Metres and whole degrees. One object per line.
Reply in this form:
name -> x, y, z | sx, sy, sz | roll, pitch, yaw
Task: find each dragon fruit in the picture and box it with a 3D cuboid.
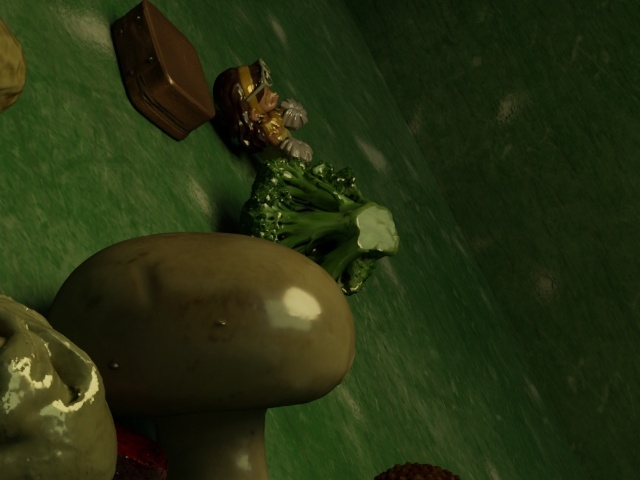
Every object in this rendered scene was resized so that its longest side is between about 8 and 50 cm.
dragon fruit -> -0.206, 0.191, 1.025 | 0.147, 0.096, 0.102 | 24, 9, -4

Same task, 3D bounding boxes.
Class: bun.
bun -> -0.243, 0.104, 0.839 | 0.231, 0.133, 0.231 | 17, 25, -8

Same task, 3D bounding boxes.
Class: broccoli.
broccoli -> 0.000, 0.000, 1.771 | 0.269, 0.241, 0.262 | -3, 79, -40

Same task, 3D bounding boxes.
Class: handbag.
handbag -> -0.226, -0.245, 1.815 | 0.151, 0.072, 0.193 | 39, 22, -49

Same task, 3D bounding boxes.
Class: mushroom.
mushroom -> -0.113, 0.138, 1.182 | 0.292, 0.292, 0.290 | -18, 109, -74

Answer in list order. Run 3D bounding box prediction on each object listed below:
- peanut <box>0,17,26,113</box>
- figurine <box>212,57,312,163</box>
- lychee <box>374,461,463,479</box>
peanut -> -0.361, -0.162, 1.159 | 0.298, 0.120, 0.136 | -42, 123, -75
figurine -> -0.090, -0.182, 2.025 | 0.240, 0.115, 0.175 | 54, 17, -36
lychee -> 0.128, 0.361, 1.537 | 0.188, 0.188, 0.188 | 51, 17, -22
